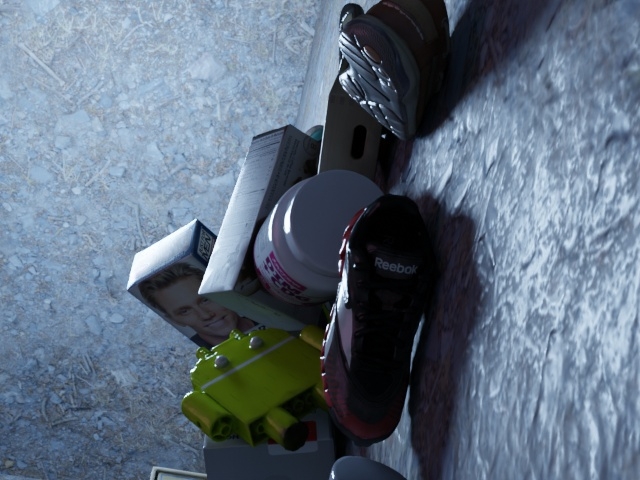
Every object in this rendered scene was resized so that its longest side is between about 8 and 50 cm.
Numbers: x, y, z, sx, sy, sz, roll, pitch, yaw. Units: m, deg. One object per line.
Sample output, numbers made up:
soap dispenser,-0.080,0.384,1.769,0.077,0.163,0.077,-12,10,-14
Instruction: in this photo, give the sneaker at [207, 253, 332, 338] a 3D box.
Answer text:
sneaker,-0.092,0.106,1.625,0.300,0.121,0.111,39,126,36

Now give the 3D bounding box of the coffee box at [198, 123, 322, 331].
coffee box,-0.062,-0.018,1.507,0.119,0.168,0.297,-10,57,53

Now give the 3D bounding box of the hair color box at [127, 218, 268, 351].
hair color box,-0.194,0.128,1.809,0.174,0.347,0.105,-29,36,26

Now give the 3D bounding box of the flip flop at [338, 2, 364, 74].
flip flop,0.072,-0.296,1.536,0.277,0.080,0.112,80,-170,-63

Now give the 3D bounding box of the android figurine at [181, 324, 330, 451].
android figurine,-0.078,0.199,1.305,0.273,0.248,0.056,28,137,50

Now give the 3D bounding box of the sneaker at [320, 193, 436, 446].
sneaker,0.061,0.072,0.956,0.135,0.098,0.276,112,168,-68

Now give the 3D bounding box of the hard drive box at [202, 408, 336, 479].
hard drive box,-0.071,0.266,1.353,0.232,0.181,0.089,-97,2,-65

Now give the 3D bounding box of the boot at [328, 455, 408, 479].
boot,0.043,0.292,0.788,0.258,0.095,0.123,-116,43,-76

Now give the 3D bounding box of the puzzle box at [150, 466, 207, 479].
puzzle box,-0.230,0.634,1.780,0.408,0.272,0.052,-90,12,-52

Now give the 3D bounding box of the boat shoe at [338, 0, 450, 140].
boat shoe,0.100,-0.206,1.077,0.116,0.123,0.324,-47,-4,-3

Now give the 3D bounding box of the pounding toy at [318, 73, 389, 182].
pounding toy,0.057,-0.153,1.383,0.206,0.094,0.181,-73,-9,-66

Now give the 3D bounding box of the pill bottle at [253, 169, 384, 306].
pill bottle,0.000,0.000,1.278,0.283,0.161,0.160,135,145,-75

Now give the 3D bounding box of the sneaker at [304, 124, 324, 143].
sneaker,-0.042,-0.081,1.742,0.302,0.108,0.121,-61,26,2
